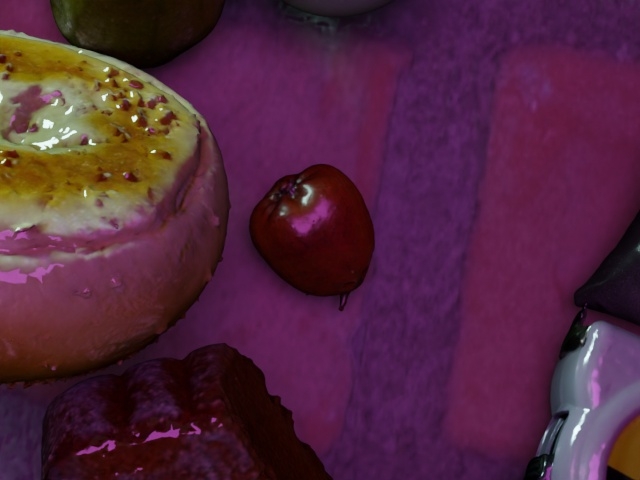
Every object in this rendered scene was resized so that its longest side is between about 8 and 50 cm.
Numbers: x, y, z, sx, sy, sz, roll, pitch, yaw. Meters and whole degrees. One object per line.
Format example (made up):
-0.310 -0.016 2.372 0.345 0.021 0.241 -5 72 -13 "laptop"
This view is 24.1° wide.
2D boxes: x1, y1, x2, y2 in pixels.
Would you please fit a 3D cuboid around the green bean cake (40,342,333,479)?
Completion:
-0.061 0.176 0.924 0.198 0.097 0.233 -17 118 -2 "green bean cake"

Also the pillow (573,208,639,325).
0.323 0.018 1.023 0.249 0.106 0.186 26 89 3 "pillow"

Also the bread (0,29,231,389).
-0.209 -0.021 0.919 0.305 0.159 0.306 10 36 -8 "bread"

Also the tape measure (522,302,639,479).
0.221 0.166 0.996 0.196 0.105 0.178 31 72 -1 "tape measure"

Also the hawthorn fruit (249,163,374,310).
0.000 0.000 1.017 0.081 0.081 0.093 -38 115 -10 "hawthorn fruit"

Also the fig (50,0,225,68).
-0.104 -0.183 0.986 0.126 0.185 0.133 44 69 -27 "fig"

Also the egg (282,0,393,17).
0.023 -0.262 1.011 0.168 0.168 0.231 16 77 -2 "egg"
